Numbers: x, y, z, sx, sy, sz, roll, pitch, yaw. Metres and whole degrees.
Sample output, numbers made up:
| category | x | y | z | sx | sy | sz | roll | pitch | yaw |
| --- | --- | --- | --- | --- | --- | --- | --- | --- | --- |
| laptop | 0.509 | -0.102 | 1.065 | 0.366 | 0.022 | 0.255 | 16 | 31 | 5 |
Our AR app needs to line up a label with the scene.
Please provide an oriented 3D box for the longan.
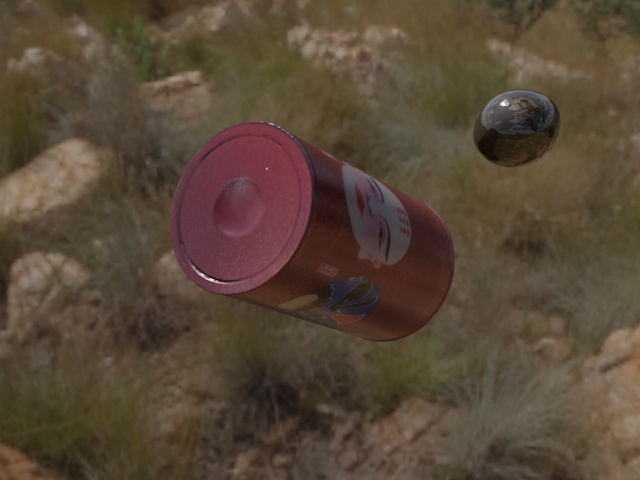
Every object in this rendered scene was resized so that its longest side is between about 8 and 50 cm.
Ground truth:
| category | x | y | z | sx | sy | sz | roll | pitch | yaw |
| --- | --- | --- | --- | --- | --- | --- | --- | --- | --- |
| longan | 0.235 | -0.135 | 1.407 | 0.113 | 0.092 | 0.113 | -29 | 0 | 0 |

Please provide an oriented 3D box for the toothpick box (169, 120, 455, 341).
| category | x | y | z | sx | sy | sz | roll | pitch | yaw |
| --- | --- | --- | --- | --- | --- | --- | --- | --- | --- |
| toothpick box | 0.000 | 0.000 | 1.433 | 0.204 | 0.204 | 0.333 | 26 | 3 | 36 |
